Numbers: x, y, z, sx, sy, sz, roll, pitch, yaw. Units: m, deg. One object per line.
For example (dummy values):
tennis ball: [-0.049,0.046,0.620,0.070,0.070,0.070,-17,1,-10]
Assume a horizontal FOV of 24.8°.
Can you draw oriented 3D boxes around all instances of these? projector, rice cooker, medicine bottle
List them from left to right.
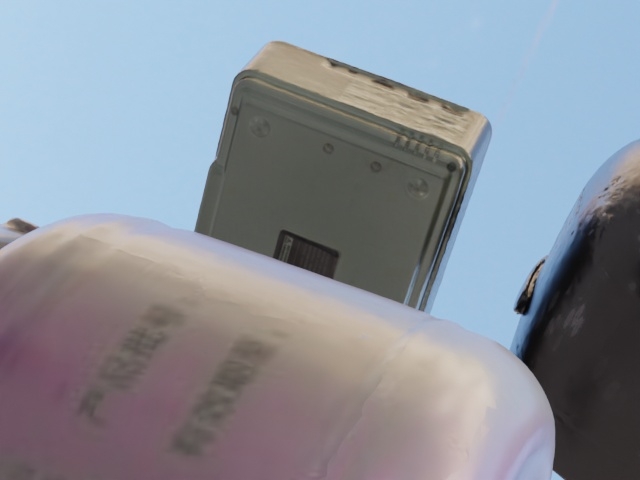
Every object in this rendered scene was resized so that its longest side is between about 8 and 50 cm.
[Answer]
medicine bottle: [-0.099,0.114,0.547,0.324,0.256,0.256,17,-82,18]
projector: [0.000,0.000,1.112,0.192,0.099,0.257,22,-58,9]
rice cooker: [0.267,0.056,1.017,0.267,0.267,0.224,47,-55,36]
